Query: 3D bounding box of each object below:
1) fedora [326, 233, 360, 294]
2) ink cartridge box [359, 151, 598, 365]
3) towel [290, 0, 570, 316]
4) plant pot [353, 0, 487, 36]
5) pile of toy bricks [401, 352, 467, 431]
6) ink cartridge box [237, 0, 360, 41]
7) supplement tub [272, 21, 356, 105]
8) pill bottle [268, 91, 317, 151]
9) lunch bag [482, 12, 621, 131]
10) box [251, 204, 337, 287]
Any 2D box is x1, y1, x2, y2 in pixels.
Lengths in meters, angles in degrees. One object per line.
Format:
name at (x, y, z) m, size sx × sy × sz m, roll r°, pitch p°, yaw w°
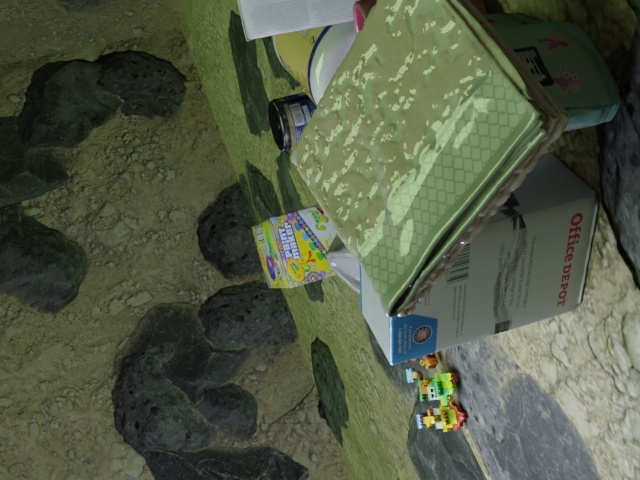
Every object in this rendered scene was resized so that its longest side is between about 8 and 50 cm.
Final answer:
fedora at (0.110, 0.038, 1.793) m, size 0.275 × 0.124 × 0.243 m, roll 24°, pitch 146°, yaw 34°
ink cartridge box at (0.219, 0.024, 1.187) m, size 0.129 × 0.308 × 0.223 m, roll -119°, pitch 19°, yaw -49°
towel at (0.100, -0.124, 0.989) m, size 0.331 × 0.053 × 0.317 m, roll -57°, pitch 48°, yaw 34°
plant pot at (0.163, -0.294, 1.267) m, size 0.201 × 0.180 × 0.201 m, roll 163°, pitch 90°, yaw -89°
pile of toy bricks at (0.260, 0.317, 1.810) m, size 0.105 × 0.118 × 0.212 m, roll -18°, pitch 77°, yaw 44°
ink cartridge box at (0.009, -0.477, 1.391) m, size 0.271 × 0.310 × 0.130 m, roll -99°, pitch -2°, yaw -51°
supplement tub at (0.047, -0.375, 1.556) m, size 0.331 × 0.241 × 0.241 m, roll -123°, pitch 22°, yaw -50°
pill bottle at (0.001, -0.284, 1.877) m, size 0.123 × 0.219 × 0.122 m, roll 165°, pitch 90°, yaw -76°
lunch bag at (0.226, -0.205, 1.074) m, size 0.262 × 0.224 × 0.160 m, roll -129°, pitch 35°, yaw -56°
box at (0.000, 0.000, 2.070) m, size 0.290 × 0.279 × 0.177 m, roll 167°, pitch 88°, yaw -77°
